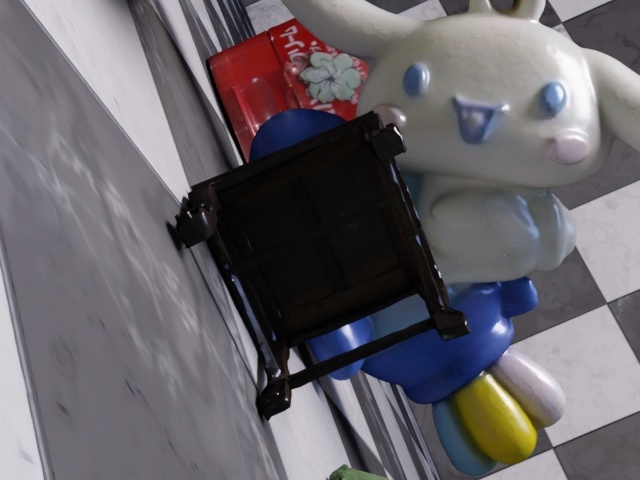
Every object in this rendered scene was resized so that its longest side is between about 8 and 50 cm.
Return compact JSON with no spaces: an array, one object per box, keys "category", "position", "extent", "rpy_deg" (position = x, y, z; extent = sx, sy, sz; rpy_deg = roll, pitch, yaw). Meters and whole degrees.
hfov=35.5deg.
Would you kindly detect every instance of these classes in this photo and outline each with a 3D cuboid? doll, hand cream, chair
[{"category":"doll","position":[0.080,-0.023,0.729],"extent":[0.376,0.366,0.187],"rpy_deg":[30,19,30]},{"category":"hand cream","position":[0.001,-0.105,0.967],"extent":[0.230,0.149,0.230],"rpy_deg":[-22,90,-90]},{"category":"chair","position":[0.000,0.000,0.541],"extent":[0.229,0.106,0.113],"rpy_deg":[-106,174,-79]}]

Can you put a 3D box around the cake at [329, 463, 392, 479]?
[{"category":"cake","position":[0.088,0.266,0.578],"extent":[0.283,0.172,0.158],"rpy_deg":[28,14,-25]}]
